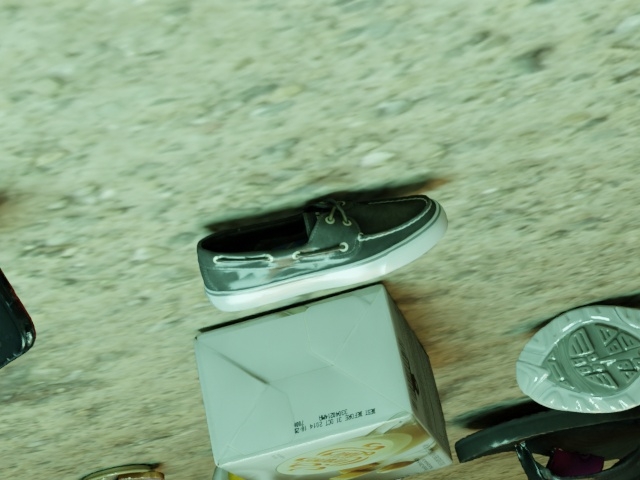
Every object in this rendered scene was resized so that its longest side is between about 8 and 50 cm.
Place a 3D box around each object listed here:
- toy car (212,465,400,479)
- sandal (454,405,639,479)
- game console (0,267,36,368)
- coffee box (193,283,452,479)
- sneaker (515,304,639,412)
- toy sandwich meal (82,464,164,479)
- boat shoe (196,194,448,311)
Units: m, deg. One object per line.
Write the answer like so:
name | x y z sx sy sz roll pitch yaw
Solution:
toy car | -0.002 0.248 1.383 0.182 0.136 0.159 3 156 -40
sandal | 0.326 0.242 1.632 0.167 0.107 0.446 -28 157 38
game console | -0.227 0.035 0.695 0.144 0.124 0.085 -30 -178 43
coffee box | 0.010 0.123 1.083 0.141 0.098 0.246 -15 161 7
sneaker | 0.278 0.091 1.192 0.232 0.090 0.115 -15 165 11
toy sandwich meal | -0.193 0.241 1.404 0.086 0.029 0.085 -11 162 -4
boat shoe | 0.000 0.000 0.800 0.142 0.049 0.040 -18 123 1
